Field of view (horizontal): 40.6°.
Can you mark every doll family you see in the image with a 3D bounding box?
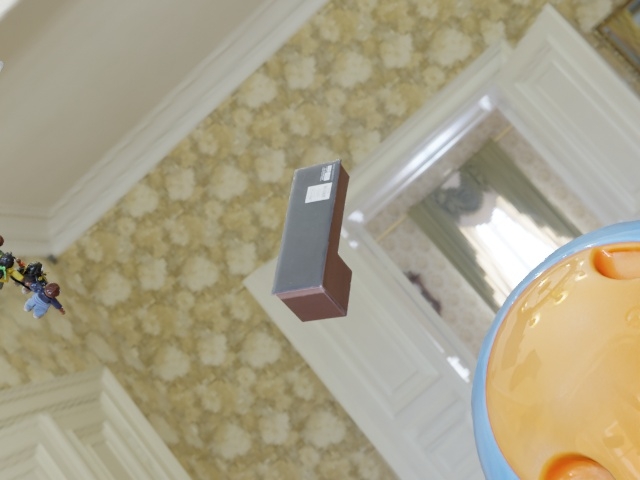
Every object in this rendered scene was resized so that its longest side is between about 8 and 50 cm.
[{"bbox_3d":[-0.515,0.061,1.475,0.111,0.193,0.076,-38,29,42],"label":"doll family"}]

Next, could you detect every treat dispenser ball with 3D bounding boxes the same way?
[{"bbox_3d":[0.255,0.125,0.625,0.288,0.288,0.288,-38,-11,-9],"label":"treat dispenser ball"}]

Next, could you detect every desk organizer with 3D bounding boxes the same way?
[{"bbox_3d":[0.000,0.000,0.730,0.047,0.130,0.050,-11,-39,26],"label":"desk organizer"}]

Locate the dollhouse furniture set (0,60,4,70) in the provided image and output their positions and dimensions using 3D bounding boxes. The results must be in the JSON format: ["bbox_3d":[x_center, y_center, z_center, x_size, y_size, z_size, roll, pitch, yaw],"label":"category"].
[{"bbox_3d":[-0.430,-0.169,1.013,0.091,0.081,0.114,24,-66,-36],"label":"dollhouse furniture set"}]
